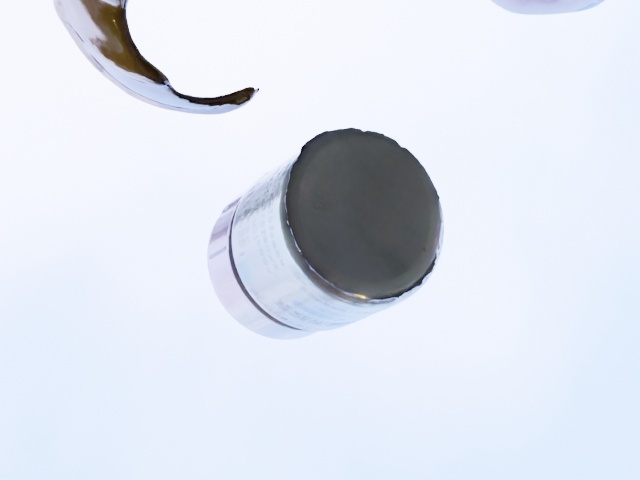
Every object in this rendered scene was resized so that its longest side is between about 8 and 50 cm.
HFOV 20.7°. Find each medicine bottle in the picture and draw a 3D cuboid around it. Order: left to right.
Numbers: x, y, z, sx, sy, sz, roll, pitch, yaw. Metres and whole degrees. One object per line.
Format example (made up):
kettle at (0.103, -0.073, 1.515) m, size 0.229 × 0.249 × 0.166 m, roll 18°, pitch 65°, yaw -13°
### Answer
medicine bottle at (0.000, 0.000, 1.302) m, size 0.135 × 0.168 × 0.135 m, roll 6°, pitch -104°, yaw -24°

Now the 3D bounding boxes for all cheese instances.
cheese at (0.174, -0.241, 1.581) m, size 0.250 × 0.064 × 0.156 m, roll 9°, pitch -161°, yaw 37°

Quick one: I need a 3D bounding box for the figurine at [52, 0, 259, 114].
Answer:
figurine at (-0.197, -0.308, 1.264) m, size 0.387 × 0.401 × 0.268 m, roll 18°, pitch -106°, yaw 31°
